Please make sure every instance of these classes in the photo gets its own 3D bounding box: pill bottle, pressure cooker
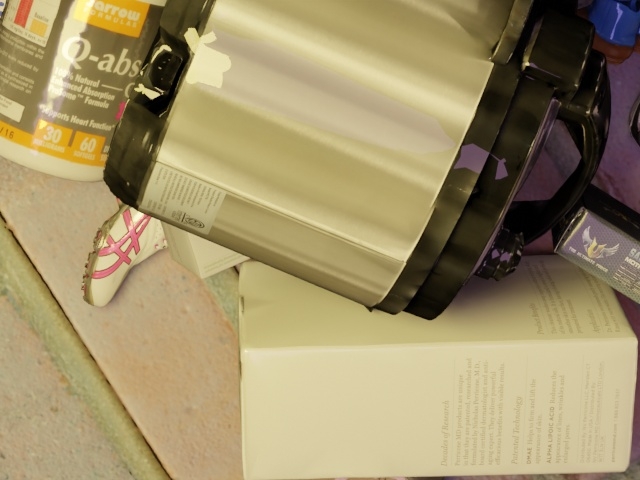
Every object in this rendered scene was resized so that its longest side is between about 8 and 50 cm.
[{"bbox_3d":[-0.235,-0.211,1.723,0.162,0.162,0.278,21,104,1],"label":"pill bottle"},{"bbox_3d":[0.049,-0.125,1.599,0.420,0.370,0.375,23,100,-3],"label":"pressure cooker"}]

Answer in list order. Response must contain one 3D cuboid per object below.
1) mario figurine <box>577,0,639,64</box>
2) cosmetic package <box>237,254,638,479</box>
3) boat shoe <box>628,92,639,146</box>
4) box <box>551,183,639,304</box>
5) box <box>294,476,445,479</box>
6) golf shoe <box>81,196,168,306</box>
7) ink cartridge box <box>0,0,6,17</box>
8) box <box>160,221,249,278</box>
[{"bbox_3d":[0.309,-0.345,1.668,0.170,0.198,0.320,16,118,-6],"label":"mario figurine"},{"bbox_3d":[0.107,0.123,1.742,0.385,0.217,0.156,-2,113,0],"label":"cosmetic package"},{"bbox_3d":[0.380,-0.187,1.751,0.078,0.070,0.219,22,104,1],"label":"boat shoe"},{"bbox_3d":[0.343,0.030,1.745,0.233,0.183,0.059,31,104,0],"label":"box"},{"bbox_3d":[-0.021,0.325,1.881,0.148,0.121,0.311,42,103,-4],"label":"box"},{"bbox_3d":[-0.195,-0.005,1.855,0.086,0.067,0.186,25,103,-2],"label":"golf shoe"},{"bbox_3d":[-0.289,-0.309,1.810,0.097,0.046,0.207,9,103,5],"label":"ink cartridge box"},{"bbox_3d":[-0.110,-0.032,1.804,0.101,0.087,0.102,-24,114,-19],"label":"box"}]
